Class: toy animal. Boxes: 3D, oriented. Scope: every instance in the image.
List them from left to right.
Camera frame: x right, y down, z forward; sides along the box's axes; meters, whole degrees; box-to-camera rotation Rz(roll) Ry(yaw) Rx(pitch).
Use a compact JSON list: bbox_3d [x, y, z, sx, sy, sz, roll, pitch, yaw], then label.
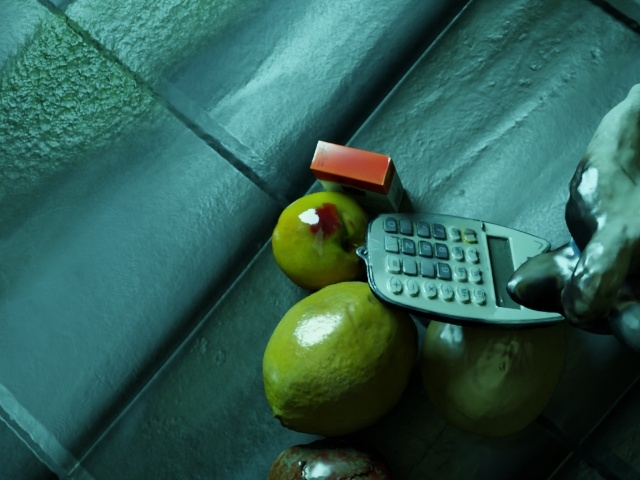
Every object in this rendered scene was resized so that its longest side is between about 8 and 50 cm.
[{"bbox_3d":[0.341,0.014,1.128,0.194,0.344,0.302,28,68,20],"label":"toy animal"}]

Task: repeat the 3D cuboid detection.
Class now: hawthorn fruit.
[{"bbox_3d":[0.015,0.365,1.241,0.181,0.181,0.235,9,99,13],"label":"hawthorn fruit"}]

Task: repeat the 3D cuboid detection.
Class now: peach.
[{"bbox_3d":[0.000,0.000,1.330,0.138,0.138,0.138,-2,78,11],"label":"peach"}]

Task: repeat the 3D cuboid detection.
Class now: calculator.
[{"bbox_3d":[0.175,0.036,1.259,0.268,0.040,0.177,12,46,-11],"label":"calculator"}]

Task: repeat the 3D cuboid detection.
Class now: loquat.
[{"bbox_3d":[0.030,0.150,1.258,0.176,0.187,0.234,42,67,19],"label":"loquat"}]

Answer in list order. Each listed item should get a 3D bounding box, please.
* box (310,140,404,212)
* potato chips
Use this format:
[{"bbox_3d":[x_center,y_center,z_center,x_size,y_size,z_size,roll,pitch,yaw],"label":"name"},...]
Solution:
[{"bbox_3d":[0.053,-0.083,1.320,0.100,0.152,0.048,12,83,14],"label":"box"},{"bbox_3d":[0.227,0.150,1.285,0.208,0.062,0.195,-33,72,6],"label":"potato chips"}]
